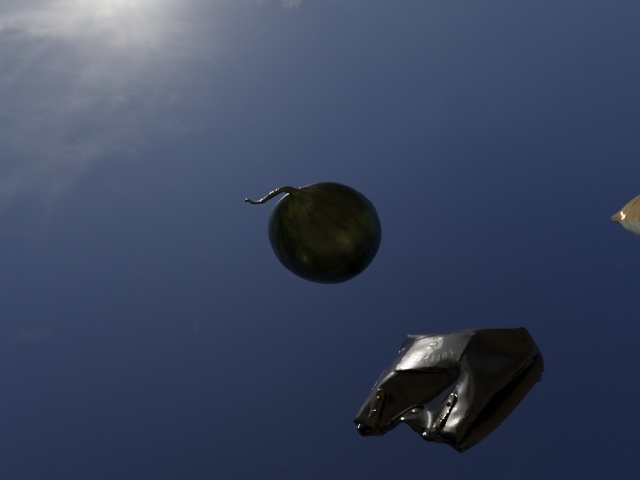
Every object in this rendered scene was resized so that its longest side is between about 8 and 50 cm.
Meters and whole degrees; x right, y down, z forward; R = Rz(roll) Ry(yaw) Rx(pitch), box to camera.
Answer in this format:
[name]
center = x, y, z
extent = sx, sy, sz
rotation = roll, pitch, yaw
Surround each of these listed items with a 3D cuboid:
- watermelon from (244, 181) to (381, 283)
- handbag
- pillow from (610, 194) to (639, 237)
[watermelon]
center = 0.005, 0.004, 0.799
extent = 0.204, 0.232, 0.127
rotation = -15, -130, 17
[handbag]
center = 0.233, 0.293, 0.901
extent = 0.288, 0.342, 0.152
rotation = -33, -81, -43
[pillow]
center = 0.334, -0.033, 0.216
extent = 0.310, 0.312, 0.119
rotation = -14, -93, 29
